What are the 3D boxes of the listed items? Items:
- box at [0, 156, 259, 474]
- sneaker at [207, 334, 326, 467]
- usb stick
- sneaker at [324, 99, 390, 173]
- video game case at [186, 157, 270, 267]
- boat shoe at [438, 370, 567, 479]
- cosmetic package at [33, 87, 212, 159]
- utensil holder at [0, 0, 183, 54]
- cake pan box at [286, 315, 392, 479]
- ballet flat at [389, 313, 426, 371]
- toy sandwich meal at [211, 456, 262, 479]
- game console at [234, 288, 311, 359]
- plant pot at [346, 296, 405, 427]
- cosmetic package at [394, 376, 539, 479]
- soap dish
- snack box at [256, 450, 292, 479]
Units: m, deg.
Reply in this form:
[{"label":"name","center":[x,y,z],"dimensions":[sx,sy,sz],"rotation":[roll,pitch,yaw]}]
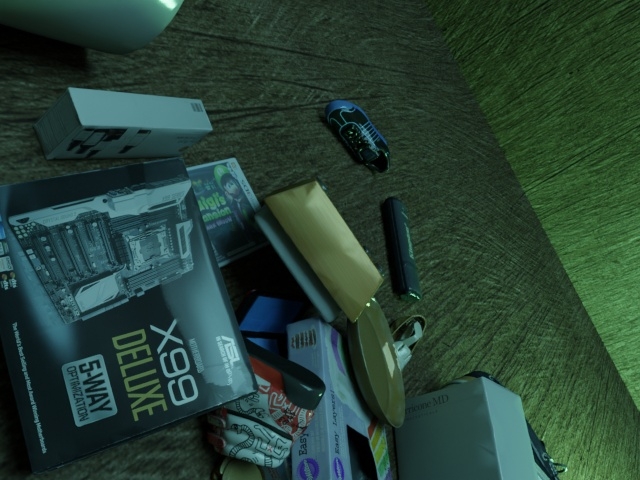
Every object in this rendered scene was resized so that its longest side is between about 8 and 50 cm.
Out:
[{"label":"box","center":[-0.235,0.071,0.673],"dimensions":[0.242,0.076,0.308],"rotation":[-14,76,-26]},{"label":"sneaker","center":[-0.140,0.194,0.787],"dimensions":[0.270,0.145,0.090],"rotation":[28,6,8]},{"label":"usb stick","center":[0.198,0.018,1.417],"dimensions":[0.077,0.045,0.278],"rotation":[27,46,-40]},{"label":"sneaker","center":[0.100,-0.255,1.454],"dimensions":[0.232,0.081,0.091],"rotation":[32,36,-39]},{"label":"video game case","center":[-0.167,-0.050,0.995],"dimensions":[0.190,0.022,0.173],"rotation":[-28,89,-57]},{"label":"boat shoe","center":[0.427,0.502,1.253],"dimensions":[0.156,0.186,0.500],"rotation":[-24,81,-51]},{"label":"cosmetic package","center":[-0.280,-0.165,0.861],"dimensions":[0.239,0.098,0.061],"rotation":[-14,80,-56]},{"label":"utensil holder","center":[-0.384,-0.427,0.708],"dimensions":[0.385,0.327,0.328],"rotation":[2,65,-54]},{"label":"cake pan box","center":[0.032,0.286,0.917],"dimensions":[0.246,0.070,0.267],"rotation":[47,31,-46]},{"label":"ballet flat","center":[0.159,0.214,1.195],"dimensions":[0.080,0.073,0.232],"rotation":[56,34,-7]},{"label":"toy sandwich meal","center":[-0.112,0.330,0.787],"dimensions":[0.085,0.029,0.086],"rotation":[35,43,-41]},{"label":"game console","center":[-0.075,0.154,0.912],"dimensions":[0.144,0.085,0.124],"rotation":[15,55,-48]},{"label":"plant pot","center":[0.094,0.203,1.008],"dimensions":[0.236,0.032,0.237],"rotation":[-17,90,-74]},{"label":"cosmetic package","center":[0.267,0.463,1.033],"dimensions":[0.156,0.217,0.385],"rotation":[29,43,-40]},{"label":"soap dish","center":[0.000,0.000,0.993],"dimensions":[0.229,0.118,0.291],"rotation":[55,3,-7]},{"label":"snack box","center":[-0.061,0.335,0.816],"dimensions":[0.022,0.064,0.178],"rotation":[12,57,-52]}]
